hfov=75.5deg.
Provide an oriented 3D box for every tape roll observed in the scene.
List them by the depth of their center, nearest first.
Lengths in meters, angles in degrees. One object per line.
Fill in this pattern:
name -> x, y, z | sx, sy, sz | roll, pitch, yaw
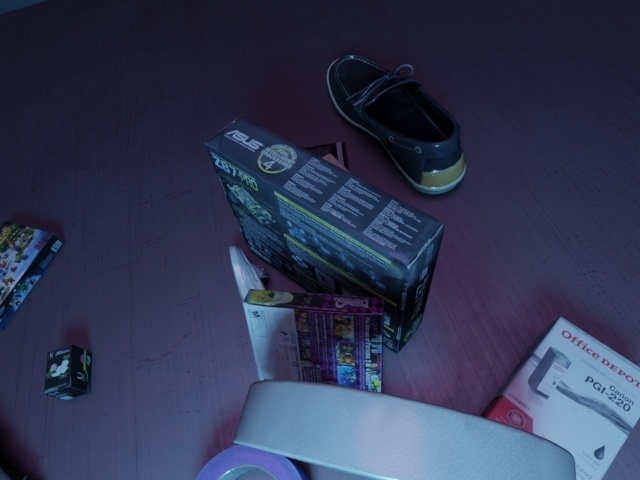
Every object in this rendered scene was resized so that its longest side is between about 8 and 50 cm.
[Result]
tape roll -> 0.088, 0.260, 0.507 | 0.392, 0.392, 0.072 | 8, 62, 14
tape roll -> -0.104, 0.414, 0.627 | 0.189, 0.080, 0.189 | -4, 59, 7

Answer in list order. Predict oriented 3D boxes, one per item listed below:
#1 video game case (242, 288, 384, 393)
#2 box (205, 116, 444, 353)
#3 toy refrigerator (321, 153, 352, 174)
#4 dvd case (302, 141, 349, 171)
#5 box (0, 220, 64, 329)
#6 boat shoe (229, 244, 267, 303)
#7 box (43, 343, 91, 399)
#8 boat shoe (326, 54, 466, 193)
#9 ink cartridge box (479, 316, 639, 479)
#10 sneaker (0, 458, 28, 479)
video game case -> -0.005, 0.184, 0.666 | 0.210, 0.232, 0.042 | 2, 33, 12
box -> 0.000, 0.000, 0.719 | 0.395, 0.318, 0.097 | 32, 67, 26
toy refrigerator -> 0.070, -0.046, 0.851 | 0.094, 0.102, 0.269 | -36, 64, -9
dvd case -> -0.041, -0.158, 0.998 | 0.221, 0.018, 0.164 | -8, 59, 5
box -> -0.736, 0.074, 0.962 | 0.159, 0.044, 0.233 | 12, 62, 16
boat shoe -> -0.139, 0.083, 0.846 | 0.063, 0.066, 0.184 | -17, 54, -17
box -> -0.486, 0.254, 0.799 | 0.052, 0.062, 0.083 | -18, 58, 1
boat shoe -> 0.167, -0.323, 0.984 | 0.187, 0.156, 0.500 | -27, 57, -5
ink cartridge box -> 0.373, 0.253, 0.636 | 0.158, 0.092, 0.218 | 38, 70, 27
sneaker -> -0.550, 0.425, 0.700 | 0.108, 0.100, 0.271 | -21, 51, -32
